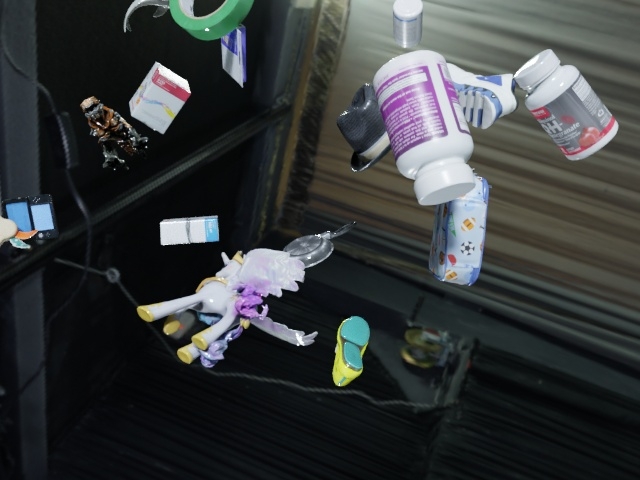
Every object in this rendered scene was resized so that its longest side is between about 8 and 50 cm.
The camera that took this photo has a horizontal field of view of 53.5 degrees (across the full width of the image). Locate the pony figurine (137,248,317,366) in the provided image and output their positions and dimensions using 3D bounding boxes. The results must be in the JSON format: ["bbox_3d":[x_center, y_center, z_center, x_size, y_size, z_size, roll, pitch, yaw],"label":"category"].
[{"bbox_3d":[-0.213,0.160,1.601,0.363,0.351,0.303,-39,-41,-43],"label":"pony figurine"}]

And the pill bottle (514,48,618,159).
[{"bbox_3d":[0.736,-0.414,1.923,0.176,0.318,0.176,-41,12,11],"label":"pill bottle"}]

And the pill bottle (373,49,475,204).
[{"bbox_3d":[0.229,-0.236,1.365,0.169,0.169,0.302,56,-161,-75],"label":"pill bottle"}]

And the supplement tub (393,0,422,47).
[{"bbox_3d":[0.209,-0.522,1.515,0.107,0.071,0.071,75,-144,-64],"label":"supplement tub"}]

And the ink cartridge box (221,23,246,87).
[{"bbox_3d":[-0.307,-0.690,2.312,0.045,0.208,0.206,-14,-51,-23],"label":"ink cartridge box"}]

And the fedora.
[{"bbox_3d":[0.145,-0.355,1.859,0.334,0.152,0.334,-49,14,17],"label":"fedora"}]

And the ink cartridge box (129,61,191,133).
[{"bbox_3d":[-0.540,-0.477,2.128,0.176,0.127,0.128,-51,34,17],"label":"ink cartridge box"}]

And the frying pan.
[{"bbox_3d":[0.006,0.012,2.248,0.197,0.326,0.053,-127,16,-62],"label":"frying pan"}]

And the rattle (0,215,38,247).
[{"bbox_3d":[-0.855,-0.003,1.673,0.143,0.199,0.130,121,144,-46],"label":"rattle"}]

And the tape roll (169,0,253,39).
[{"bbox_3d":[-0.380,-0.870,2.232,0.077,0.321,0.321,27,-98,-61],"label":"tape roll"}]

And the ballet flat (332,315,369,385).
[{"bbox_3d":[0.062,0.254,1.454,0.077,0.077,0.231,-60,4,22],"label":"ballet flat"}]

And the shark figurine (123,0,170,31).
[{"bbox_3d":[-0.612,-0.872,2.342,0.278,0.116,0.166,-22,-57,-22],"label":"shark figurine"}]

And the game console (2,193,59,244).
[{"bbox_3d":[-0.776,-0.057,1.704,0.071,0.107,0.122,-72,-25,-80],"label":"game console"}]

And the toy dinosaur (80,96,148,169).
[{"bbox_3d":[-0.690,-0.369,2.149,0.164,0.218,0.322,-41,-16,16],"label":"toy dinosaur"}]

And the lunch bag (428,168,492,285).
[{"bbox_3d":[0.364,-0.043,1.692,0.243,0.114,0.304,-85,2,-82],"label":"lunch bag"}]

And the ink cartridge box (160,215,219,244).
[{"bbox_3d":[-0.445,-0.035,2.176,0.139,0.190,0.082,-144,52,-79],"label":"ink cartridge box"}]

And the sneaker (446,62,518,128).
[{"bbox_3d":[0.461,-0.432,1.858,0.182,0.315,0.128,-18,-49,-24],"label":"sneaker"}]
